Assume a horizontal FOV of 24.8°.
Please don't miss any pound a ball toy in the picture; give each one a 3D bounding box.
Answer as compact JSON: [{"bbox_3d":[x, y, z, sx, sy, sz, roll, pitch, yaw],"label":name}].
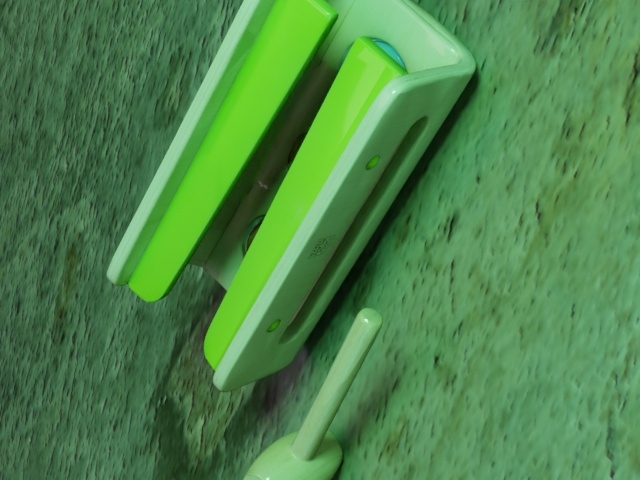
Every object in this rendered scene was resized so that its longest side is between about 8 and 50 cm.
[{"bbox_3d":[0.000,0.000,0.988,0.208,0.135,0.319,43,124,19],"label":"pound a ball toy"}]
